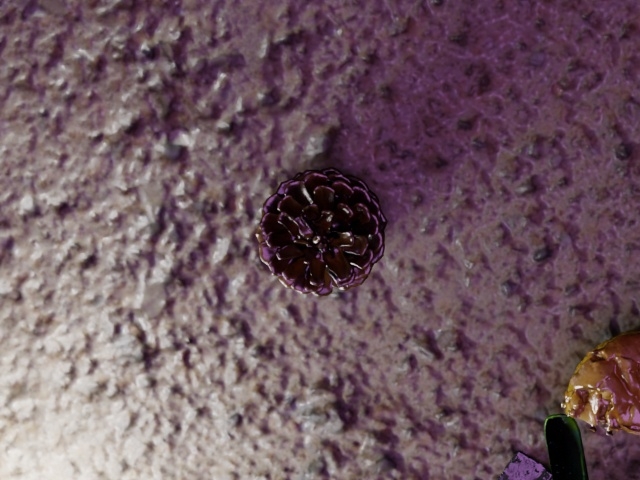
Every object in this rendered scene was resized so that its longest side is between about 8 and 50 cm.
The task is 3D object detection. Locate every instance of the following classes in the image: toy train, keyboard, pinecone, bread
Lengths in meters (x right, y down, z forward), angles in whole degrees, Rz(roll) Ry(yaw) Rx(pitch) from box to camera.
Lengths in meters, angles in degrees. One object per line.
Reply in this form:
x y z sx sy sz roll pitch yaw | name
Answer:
0.320 0.302 1.702 0.044 0.042 0.209 -8 113 13 | toy train
0.232 0.367 1.756 0.060 0.018 0.195 34 103 5 | keyboard
-0.002 -0.006 1.616 0.163 0.165 0.162 1 99 8 | pinecone
0.434 0.174 1.626 0.261 0.160 0.147 9 96 8 | bread
